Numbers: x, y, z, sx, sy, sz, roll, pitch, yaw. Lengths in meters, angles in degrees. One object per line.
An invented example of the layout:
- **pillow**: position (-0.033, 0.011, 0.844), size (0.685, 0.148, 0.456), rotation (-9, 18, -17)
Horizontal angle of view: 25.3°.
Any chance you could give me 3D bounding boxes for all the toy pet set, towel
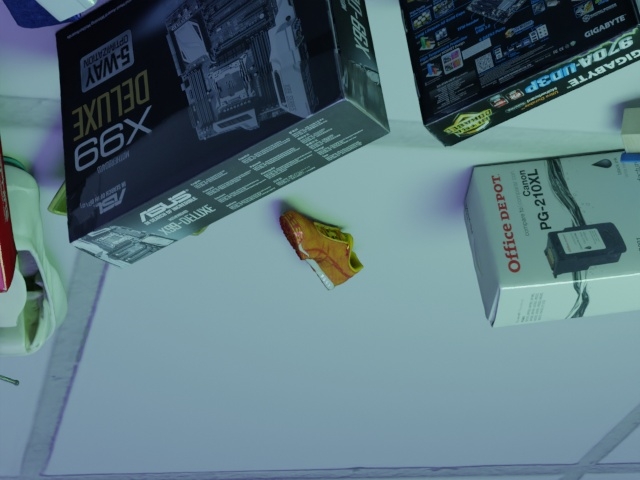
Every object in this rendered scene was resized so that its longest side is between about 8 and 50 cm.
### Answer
- **toy pet set**: position (0.395, -0.108, 1.600), size (0.114, 0.122, 0.065), rotation (0, 147, 24)
- **towel**: position (-0.264, -0.237, 1.290), size (0.067, 0.029, 0.119), rotation (-11, 150, 4)

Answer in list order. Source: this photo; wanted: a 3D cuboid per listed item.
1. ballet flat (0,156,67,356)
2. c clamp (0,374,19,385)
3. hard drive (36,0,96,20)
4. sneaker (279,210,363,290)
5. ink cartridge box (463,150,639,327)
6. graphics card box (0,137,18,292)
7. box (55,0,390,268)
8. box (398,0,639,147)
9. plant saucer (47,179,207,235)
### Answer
- **ballet flat**: position (-0.370, 0.060, 1.664), size (0.139, 0.139, 0.400), rotation (-4, 150, -8)
- **c clamp**: position (-0.453, 0.120, 1.734), size (0.137, 0.160, 0.022), rotation (30, 96, -42)
- **hard drive**: position (-0.264, -0.331, 0.929), size (0.047, 0.233, 0.353), rotation (-20, 148, 20)
- **sneaker**: position (0.000, 0.000, 1.746), size (0.067, 0.064, 0.175), rotation (-36, 150, 5)
- **ink cartridge box**: position (0.303, -0.004, 1.691), size (0.237, 0.172, 0.100), rotation (-6, 149, -4)
- **graphics card box**: position (-0.497, -0.050, 1.387), size (0.370, 0.094, 0.233), rotation (-4, 118, -6)
- **box**: position (-0.099, -0.144, 1.282), size (0.307, 0.243, 0.076), rotation (-25, 146, 26)
- **box**: position (0.184, -0.207, 1.316), size (0.220, 0.175, 0.051), rotation (-25, 145, 24)
- **plant saucer**: position (-0.181, -0.083, 1.556), size (0.188, 0.045, 0.188), rotation (9, 145, -28)
